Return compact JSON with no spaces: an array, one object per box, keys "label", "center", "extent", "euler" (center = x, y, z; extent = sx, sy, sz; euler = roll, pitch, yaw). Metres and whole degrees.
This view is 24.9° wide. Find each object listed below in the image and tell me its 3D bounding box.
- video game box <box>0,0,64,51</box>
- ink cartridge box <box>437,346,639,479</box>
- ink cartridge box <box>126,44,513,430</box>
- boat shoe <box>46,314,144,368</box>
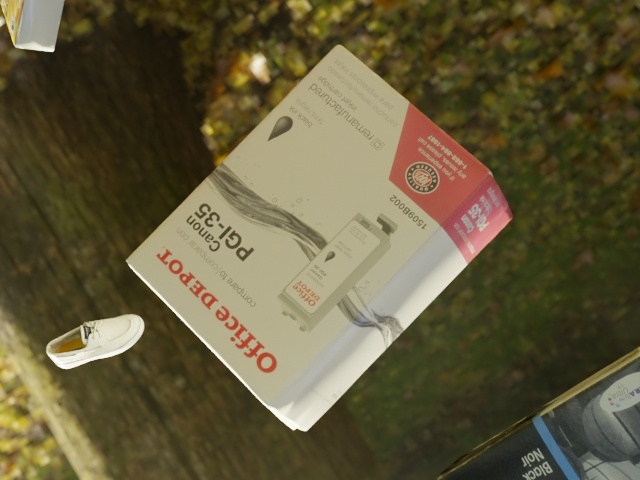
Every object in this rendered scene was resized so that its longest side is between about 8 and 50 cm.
[{"label":"video game box","center":[-0.280,-0.322,1.430],"extent":[0.048,0.187,0.205],"euler":[4,125,-23]},{"label":"ink cartridge box","center":[0.224,0.232,0.829],"extent":[0.165,0.333,0.065],"euler":[-38,172,26]},{"label":"ink cartridge box","center":[0.000,0.000,1.312],"extent":[0.283,0.207,0.117],"euler":[-46,156,-2]},{"label":"boat shoe","center":[-0.223,0.095,1.426],"extent":[0.100,0.035,0.035],"euler":[-19,148,11]}]
